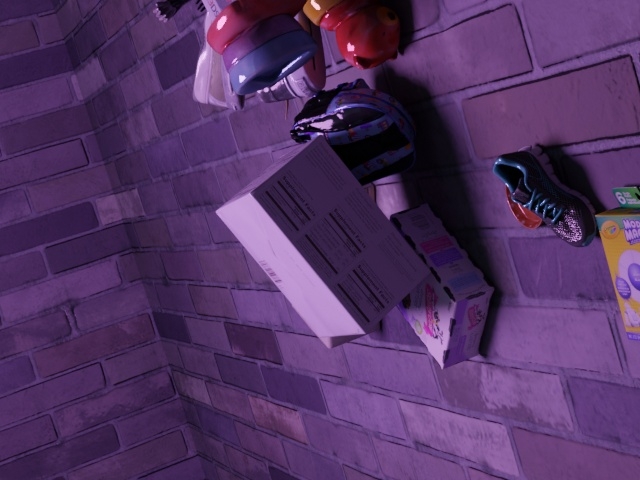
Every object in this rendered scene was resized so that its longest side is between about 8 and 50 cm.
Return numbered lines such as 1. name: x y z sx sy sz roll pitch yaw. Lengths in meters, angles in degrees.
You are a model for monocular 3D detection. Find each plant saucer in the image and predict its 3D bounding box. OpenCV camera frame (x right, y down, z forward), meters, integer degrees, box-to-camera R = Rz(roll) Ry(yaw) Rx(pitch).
1. plant saucer: 0.271 -0.056 1.550 0.083 0.013 0.083 52 153 41

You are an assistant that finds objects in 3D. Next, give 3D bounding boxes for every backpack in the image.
1. backpack: 0.067 -0.167 1.793 0.173 0.117 0.158 -15 126 42

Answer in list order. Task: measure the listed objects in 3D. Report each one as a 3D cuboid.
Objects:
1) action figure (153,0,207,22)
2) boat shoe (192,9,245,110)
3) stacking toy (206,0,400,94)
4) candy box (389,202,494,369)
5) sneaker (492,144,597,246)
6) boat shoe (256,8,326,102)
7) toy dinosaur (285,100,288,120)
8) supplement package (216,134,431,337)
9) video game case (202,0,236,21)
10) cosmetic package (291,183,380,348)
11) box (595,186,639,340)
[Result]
1. action figure: -0.288 -0.531 2.357 0.276 0.141 0.164 29 146 58
2. boat shoe: -0.163 -0.386 2.204 0.118 0.103 0.320 -75 2 -54
3. stacking toy: 0.020 -0.304 1.614 0.130 0.309 0.279 61 148 5
4. candy box: 0.175 0.070 1.816 0.196 0.070 0.164 55 154 36
5. sneaker: 0.270 -0.051 1.454 0.166 0.076 0.065 53 132 35
6. boat shoe: -0.071 -0.371 1.838 0.121 0.119 0.335 37 -135 -58
7. toy dinosaur: -0.079 -0.311 2.173 0.092 0.053 0.183 72 173 -49
8. supplement package: 0.000 0.000 1.774 0.262 0.145 0.204 51 162 -8
9. video game case: -0.136 -0.471 2.043 0.201 0.023 0.183 -40 67 31
10. cosmetic package: 0.018 0.016 2.104 0.160 0.113 0.309 46 149 48
11. box: 0.371 0.027 1.336 0.105 0.043 0.179 0 106 68
